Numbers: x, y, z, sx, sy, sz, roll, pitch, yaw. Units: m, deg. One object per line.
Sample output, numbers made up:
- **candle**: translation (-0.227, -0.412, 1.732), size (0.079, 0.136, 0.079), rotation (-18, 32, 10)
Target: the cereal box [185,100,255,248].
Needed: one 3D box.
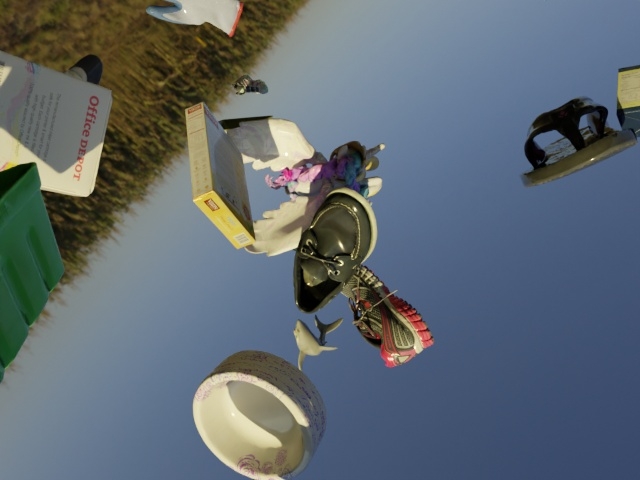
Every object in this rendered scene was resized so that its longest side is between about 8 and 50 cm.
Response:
- **cereal box**: translation (-0.191, -0.125, 1.055), size (0.047, 0.173, 0.240), rotation (-21, -127, 9)

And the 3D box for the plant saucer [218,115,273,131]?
- **plant saucer**: translation (-0.261, -0.336, 1.686), size (0.189, 0.045, 0.188), rotation (0, -157, 22)

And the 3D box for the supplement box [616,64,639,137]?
- **supplement box**: translation (0.503, -0.218, 0.865), size (0.056, 0.083, 0.083), rotation (-1, -110, 37)

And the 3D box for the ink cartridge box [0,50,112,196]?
- **ink cartridge box**: translation (-0.584, -0.223, 1.042), size (0.131, 0.306, 0.226), rotation (7, -96, 48)

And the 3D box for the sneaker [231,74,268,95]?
- **sneaker**: translation (-0.185, -0.384, 1.401), size (0.098, 0.038, 0.069), rotation (27, -127, 33)

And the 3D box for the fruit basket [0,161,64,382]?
- **fruit basket**: translation (-0.514, -0.003, 0.622), size (0.283, 0.392, 0.392), rotation (-19, -156, 3)

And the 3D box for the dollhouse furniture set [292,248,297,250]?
- **dollhouse furniture set**: translation (0.000, 0.000, 1.397), size (0.152, 0.058, 0.076), rotation (-28, 161, 1)

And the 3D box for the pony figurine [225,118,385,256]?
- **pony figurine**: translation (-0.017, -0.140, 1.265), size (0.351, 0.302, 0.363), rotation (-15, 177, 8)

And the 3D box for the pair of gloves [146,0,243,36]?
- **pair of gloves**: translation (-0.147, -0.368, 0.704), size (0.198, 0.159, 0.023), rotation (-61, -143, 20)

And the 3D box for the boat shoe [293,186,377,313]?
- **boat shoe**: translation (0.008, 0.037, 1.046), size (0.113, 0.127, 0.340), rotation (-50, 174, -33)

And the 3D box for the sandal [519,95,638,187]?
- **sandal**: translation (0.411, -0.174, 0.933), size (0.168, 0.107, 0.446), rotation (-26, -178, 25)

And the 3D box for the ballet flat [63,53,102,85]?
- **ballet flat**: translation (-0.560, -0.327, 1.230), size (0.203, 0.074, 0.074), rotation (-50, -160, 11)

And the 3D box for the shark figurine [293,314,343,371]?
- **shark figurine**: translation (0.006, 0.324, 1.755), size (0.116, 0.166, 0.278), rotation (-4, 175, 19)

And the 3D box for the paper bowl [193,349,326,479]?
- **paper bowl**: translation (-0.123, 0.371, 1.213), size (0.284, 0.284, 0.148), rotation (-37, -176, 30)

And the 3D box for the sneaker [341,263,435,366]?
- **sneaker**: translation (0.108, 0.147, 1.180), size (0.112, 0.120, 0.299), rotation (-36, -144, -10)
